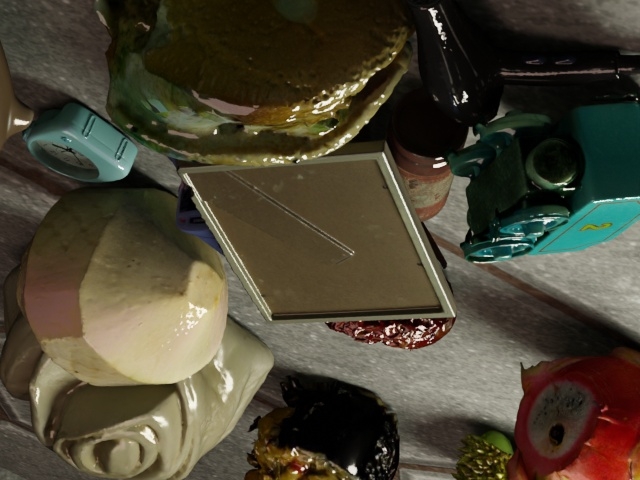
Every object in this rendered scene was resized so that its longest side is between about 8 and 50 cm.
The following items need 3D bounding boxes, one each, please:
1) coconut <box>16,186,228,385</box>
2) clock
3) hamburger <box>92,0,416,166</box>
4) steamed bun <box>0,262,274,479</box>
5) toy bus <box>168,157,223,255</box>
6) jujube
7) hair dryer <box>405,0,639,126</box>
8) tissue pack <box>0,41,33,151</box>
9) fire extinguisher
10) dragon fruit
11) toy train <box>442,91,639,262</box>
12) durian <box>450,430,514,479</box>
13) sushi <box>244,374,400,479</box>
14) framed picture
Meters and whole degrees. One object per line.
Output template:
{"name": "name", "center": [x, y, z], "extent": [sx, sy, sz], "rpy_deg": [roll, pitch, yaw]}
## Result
{"name": "coconut", "center": [-0.220, 0.054, 2.123], "extent": [0.259, 0.259, 0.259], "rpy_deg": [18, 158, 8]}
{"name": "clock", "center": [-0.286, -0.108, 2.054], "extent": [0.147, 0.045, 0.108], "rpy_deg": [-4, 146, 48]}
{"name": "hamburger", "center": [-0.070, -0.158, 1.584], "extent": [0.288, 0.192, 0.167], "rpy_deg": [20, 167, 4]}
{"name": "steamed bun", "center": [-0.269, 0.193, 2.454], "extent": [0.368, 0.255, 0.342], "rpy_deg": [32, 153, -28]}
{"name": "toy bus", "center": [-0.051, -0.031, 1.904], "extent": [0.125, 0.133, 0.292], "rpy_deg": [-4, 147, 47]}
{"name": "jujube", "center": [0.075, 0.076, 2.047], "extent": [0.166, 0.104, 0.104], "rpy_deg": [-3, 161, -13]}
{"name": "hair dryer", "center": [0.184, -0.159, 1.516], "extent": [0.219, 0.075, 0.195], "rpy_deg": [1, 155, 17]}
{"name": "tissue pack", "center": [-0.459, -0.163, 1.787], "extent": [0.277, 0.267, 0.387], "rpy_deg": [20, 157, 13]}
{"name": "fire extinguisher", "center": [0.093, -0.048, 1.773], "extent": [0.075, 0.106, 0.252], "rpy_deg": [-2, 158, -5]}
{"name": "dragon fruit", "center": [0.327, 0.234, 2.071], "extent": [0.227, 0.224, 0.224], "rpy_deg": [33, 155, -34]}
{"name": "toy train", "center": [0.207, -0.050, 1.600], "extent": [0.163, 0.112, 0.203], "rpy_deg": [-5, 168, -14]}
{"name": "durian", "center": [0.284, 0.368, 2.482], "extent": [0.237, 0.176, 0.200], "rpy_deg": [19, 180, -26]}
{"name": "sushi", "center": [-0.004, 0.317, 2.564], "extent": [0.200, 0.204, 0.213], "rpy_deg": [13, 151, 30]}
{"name": "framed picture", "center": [0.000, 0.000, 1.794], "extent": [0.211, 0.020, 0.289], "rpy_deg": [-4, 146, 18]}
